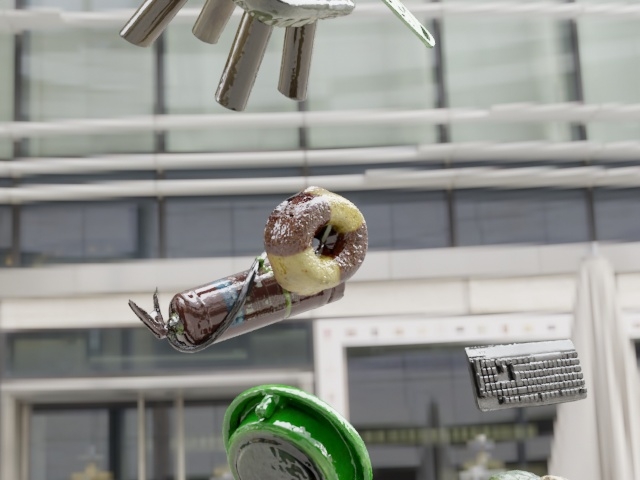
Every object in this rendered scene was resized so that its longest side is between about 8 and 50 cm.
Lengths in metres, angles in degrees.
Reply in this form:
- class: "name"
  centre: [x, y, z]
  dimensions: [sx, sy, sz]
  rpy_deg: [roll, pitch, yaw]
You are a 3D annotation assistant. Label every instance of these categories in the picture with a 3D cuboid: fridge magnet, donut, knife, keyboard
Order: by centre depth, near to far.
- class: "keyboard"
  centre: [0.235, 0.150, 1.585]
  dimensions: [0.196, 0.074, 0.015]
  rpy_deg: [1, -14, -44]
- class: "knife"
  centre: [0.063, -0.299, 1.642]
  dimensions: [0.014, 0.207, 0.030]
  rpy_deg: [-47, -9, 31]
- class: "fridge magnet"
  centre: [-0.033, 0.270, 1.742]
  dimensions: [0.208, 0.208, 0.088]
  rpy_deg: [-13, 22, 36]
- class: "donut"
  centre: [0.000, 0.000, 2.183]
  dimensions: [0.184, 0.166, 0.073]
  rpy_deg: [-13, 8, -43]

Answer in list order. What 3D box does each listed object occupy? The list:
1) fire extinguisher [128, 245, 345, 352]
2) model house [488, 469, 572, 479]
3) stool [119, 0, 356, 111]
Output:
- class: "fire extinguisher"
  centre: [-0.131, 0.086, 2.219]
  dimensions: [0.341, 0.141, 0.105]
  rpy_deg: [-17, -26, -30]
- class: "model house"
  centre: [0.396, 0.459, 2.045]
  dimensions: [0.321, 0.261, 0.266]
  rpy_deg: [24, -25, -14]
- class: "stool"
  centre: [-0.145, -0.390, 2.428]
  dimensions: [0.310, 0.226, 0.310]
  rpy_deg: [34, 23, 20]
